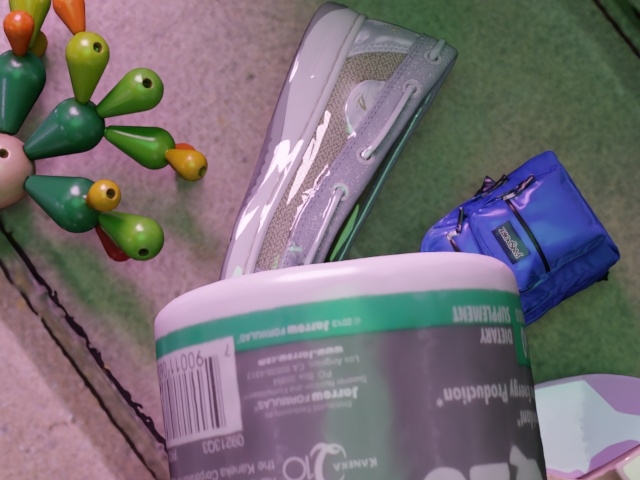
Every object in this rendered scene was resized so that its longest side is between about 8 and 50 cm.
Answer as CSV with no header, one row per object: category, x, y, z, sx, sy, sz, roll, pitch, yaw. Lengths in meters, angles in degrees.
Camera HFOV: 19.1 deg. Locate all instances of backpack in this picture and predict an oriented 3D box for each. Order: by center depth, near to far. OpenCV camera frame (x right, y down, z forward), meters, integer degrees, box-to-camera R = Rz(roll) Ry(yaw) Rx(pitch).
backpack,0.124,0.005,1.263,0.120,0.101,0.098,-31,76,-3

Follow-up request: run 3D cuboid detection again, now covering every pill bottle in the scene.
pill bottle,0.030,0.200,1.017,0.204,0.204,0.361,-7,81,-3

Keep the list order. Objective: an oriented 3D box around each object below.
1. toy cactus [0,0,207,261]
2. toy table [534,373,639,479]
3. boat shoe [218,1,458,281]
toy cactus,-0.182,-0.070,1.281,0.180,0.112,0.219,-29,84,13
toy table,0.137,0.183,1.202,0.274,0.161,0.252,-44,84,-7
boat shoe,0.000,0.000,1.254,0.103,0.118,0.320,16,74,6
